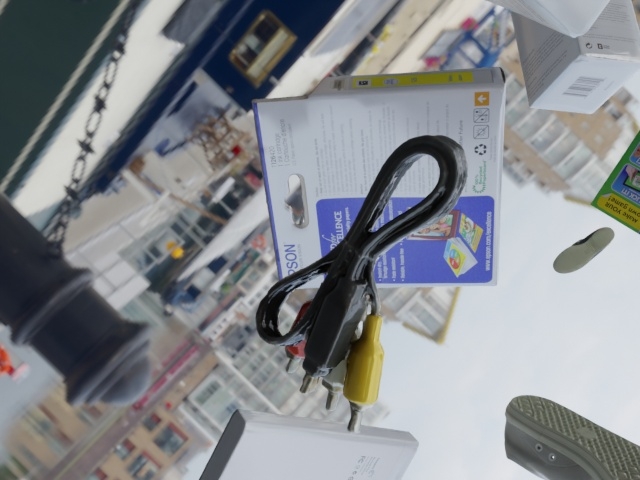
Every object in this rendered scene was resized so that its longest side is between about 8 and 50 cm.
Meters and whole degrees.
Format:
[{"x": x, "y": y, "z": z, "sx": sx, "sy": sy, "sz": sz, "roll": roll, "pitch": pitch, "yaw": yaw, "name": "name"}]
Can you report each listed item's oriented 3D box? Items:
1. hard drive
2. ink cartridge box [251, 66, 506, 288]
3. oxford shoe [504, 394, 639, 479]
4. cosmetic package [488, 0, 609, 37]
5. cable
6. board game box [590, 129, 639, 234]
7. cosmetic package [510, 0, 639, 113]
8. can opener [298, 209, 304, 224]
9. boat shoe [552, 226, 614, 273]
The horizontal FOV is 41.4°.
[{"x": -0.029, "y": 0.388, "z": 1.339, "sx": 0.047, "sy": 0.353, "sz": 0.233, "roll": 43, "pitch": -69, "yaw": 50, "name": "hard drive"}, {"x": 0.084, "y": -0.071, "z": 1.122, "sx": 0.072, "sy": 0.307, "sz": 0.303, "roll": -79, "pitch": 166, "yaw": -54, "name": "ink cartridge box"}, {"x": 0.500, "y": 0.424, "z": 1.489, "sx": 0.169, "sy": 0.449, "sz": 0.130, "roll": -2, "pitch": 109, "yaw": -37, "name": "oxford shoe"}, {"x": 0.279, "y": -0.553, "z": 1.126, "sx": 0.393, "sy": 0.329, "sz": 0.327, "roll": -55, "pitch": -146, "yaw": 11, "name": "cosmetic package"}, {"x": 0.034, "y": 0.026, "z": 0.759, "sx": 0.072, "sy": 0.139, "sz": 0.287, "roll": 2, "pitch": 118, "yaw": -52, "name": "cable"}, {"x": 0.595, "y": -0.058, "z": 1.242, "sx": 0.213, "sy": 0.317, "sz": 0.046, "roll": -60, "pitch": 163, "yaw": 13, "name": "board game box"}, {"x": 0.490, "y": -0.460, "z": 1.677, "sx": 0.197, "sy": 0.155, "sz": 0.365, "roll": 127, "pitch": -37, "yaw": -63, "name": "cosmetic package"}, {"x": 0.000, "y": 0.000, "z": 1.921, "sx": 0.280, "sy": 0.093, "sz": 0.074, "roll": 33, "pitch": 62, "yaw": -58, "name": "can opener"}, {"x": 0.514, "y": 0.020, "z": 1.662, "sx": 0.137, "sy": 0.049, "sz": 0.043, "roll": -37, "pitch": 175, "yaw": 3, "name": "boat shoe"}]
